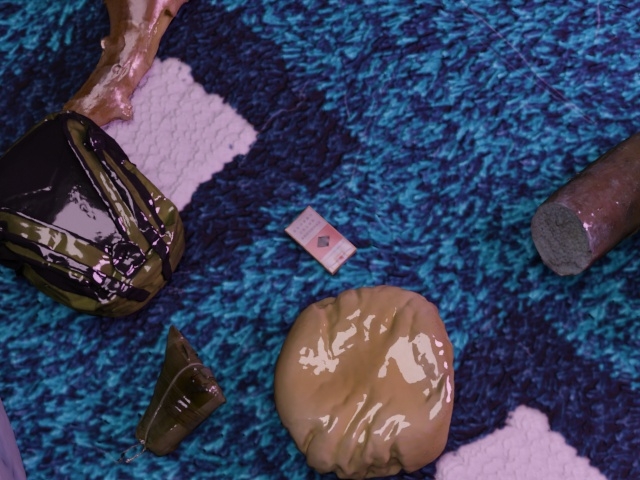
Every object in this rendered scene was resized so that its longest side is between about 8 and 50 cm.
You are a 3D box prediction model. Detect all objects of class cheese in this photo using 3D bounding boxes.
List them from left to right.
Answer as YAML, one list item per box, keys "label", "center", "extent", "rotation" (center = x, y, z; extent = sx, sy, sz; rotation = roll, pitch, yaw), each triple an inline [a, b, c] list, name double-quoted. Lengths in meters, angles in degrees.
- label: "cheese"
  center: [0.051, 0.165, 1.541]
  extent: [0.214, 0.117, 0.226]
  rotation: [-5, 67, 2]

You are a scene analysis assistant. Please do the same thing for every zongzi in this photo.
- label: "zongzi"
  center: [-0.199, 0.192, 1.569]
  extent: [0.154, 0.062, 0.130]
  rotation: [-44, 56, 3]

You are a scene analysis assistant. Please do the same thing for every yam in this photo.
- label: "yam"
  center: [0.371, -0.059, 1.619]
  extent: [0.259, 0.106, 0.106]
  rotation: [-33, 74, -32]

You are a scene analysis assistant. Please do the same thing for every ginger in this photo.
- label: "ginger"
  center: [-0.259, -0.271, 1.694]
  extent: [0.131, 0.086, 0.294]
  rotation: [28, 77, -15]

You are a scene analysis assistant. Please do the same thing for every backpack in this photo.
- label: "backpack"
  center: [-0.289, -0.026, 1.581]
  extent: [0.253, 0.140, 0.207]
  rotation: [39, 77, 10]

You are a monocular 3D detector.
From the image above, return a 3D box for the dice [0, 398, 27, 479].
- label: "dice"
  center: [-0.474, 0.260, 1.421]
  extent: [0.264, 0.262, 0.268]
  rotation: [-19, 73, -7]

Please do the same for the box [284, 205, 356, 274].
- label: "box"
  center: [0.000, 0.000, 1.641]
  extent: [0.083, 0.012, 0.046]
  rotation: [42, 76, 12]
